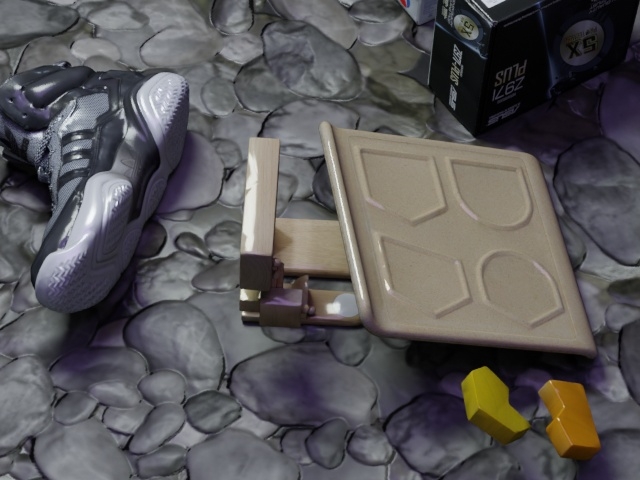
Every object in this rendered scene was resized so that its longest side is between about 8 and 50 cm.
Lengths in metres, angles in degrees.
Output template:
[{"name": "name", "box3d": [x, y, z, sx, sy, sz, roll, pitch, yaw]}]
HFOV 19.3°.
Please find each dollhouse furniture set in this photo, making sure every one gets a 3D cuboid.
[{"name": "dollhouse furniture set", "box3d": [0.000, 0.000, 1.525, 0.123, 0.151, 0.144, 3, 54, -1]}]

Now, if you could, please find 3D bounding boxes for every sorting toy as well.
[{"name": "sorting toy", "box3d": [0.117, 0.041, 1.530, 0.229, 0.041, 0.307, 9, 49, -26]}]

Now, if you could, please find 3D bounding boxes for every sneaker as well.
[{"name": "sneaker", "box3d": [-0.219, -0.054, 1.591, 0.153, 0.101, 0.268, 16, 48, 10]}]

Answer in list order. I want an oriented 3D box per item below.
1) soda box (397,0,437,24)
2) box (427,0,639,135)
[{"name": "soda box", "box3d": [0.164, -0.289, 1.803, 0.216, 0.069, 0.074, -25, 58, -21]}, {"name": "box", "box3d": [0.193, -0.199, 1.686, 0.180, 0.147, 0.077, -27, 59, -22]}]
